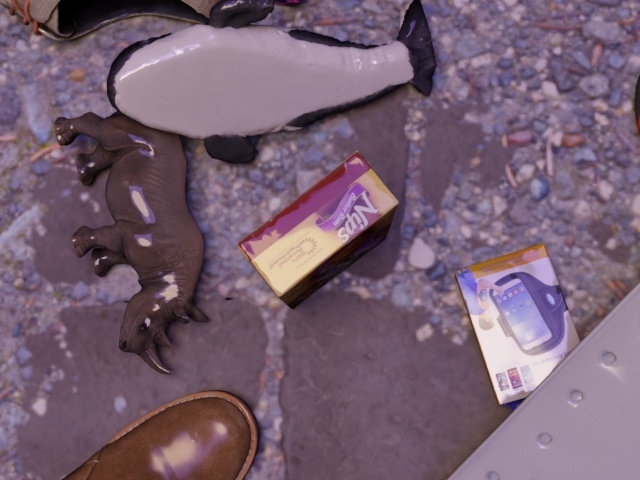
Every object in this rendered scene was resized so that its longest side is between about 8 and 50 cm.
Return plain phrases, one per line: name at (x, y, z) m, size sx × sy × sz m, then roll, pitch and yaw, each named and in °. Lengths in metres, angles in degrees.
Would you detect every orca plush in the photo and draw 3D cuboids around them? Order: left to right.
orca plush at (-0.047, -0.168, 0.752) m, size 0.287 × 0.151 × 0.102 m, roll -21°, pitch 41°, yaw -8°

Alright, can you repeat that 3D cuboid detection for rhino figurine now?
rhino figurine at (-0.156, -0.002, 0.742) m, size 0.106 × 0.073 × 0.243 m, roll -14°, pitch 80°, yaw 4°

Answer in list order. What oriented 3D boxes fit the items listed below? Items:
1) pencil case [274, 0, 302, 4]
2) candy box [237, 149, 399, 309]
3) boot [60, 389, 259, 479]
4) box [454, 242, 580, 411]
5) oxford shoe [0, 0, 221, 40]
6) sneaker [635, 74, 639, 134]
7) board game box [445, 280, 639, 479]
pencil case at (-0.021, -0.293, 0.790) m, size 0.070 × 0.064 × 0.151 m, roll 28°, pitch 80°, yaw -30°
candy box at (0.000, 0.000, 0.671) m, size 0.109 × 0.186 × 0.053 m, roll -38°, pitch 82°, yaw -4°
boot at (-0.184, 0.227, 0.680) m, size 0.305 × 0.115 × 0.112 m, roll -34°, pitch 77°, yaw -4°
box at (0.173, 0.078, 0.718) m, size 0.081 × 0.028 × 0.136 m, roll -19°, pitch 73°, yaw 6°
oxford shoe at (-0.278, -0.262, 0.767) m, size 0.397 × 0.140 × 0.146 m, roll 0°, pitch 84°, yaw 5°
sneaker at (0.336, -0.047, 0.677) m, size 0.090 × 0.145 × 0.269 m, roll -10°, pitch 79°, yaw 2°
board game box at (0.343, 0.193, 0.597) m, size 0.390 × 0.050 × 0.390 m, roll 41°, pitch 112°, yaw 10°
